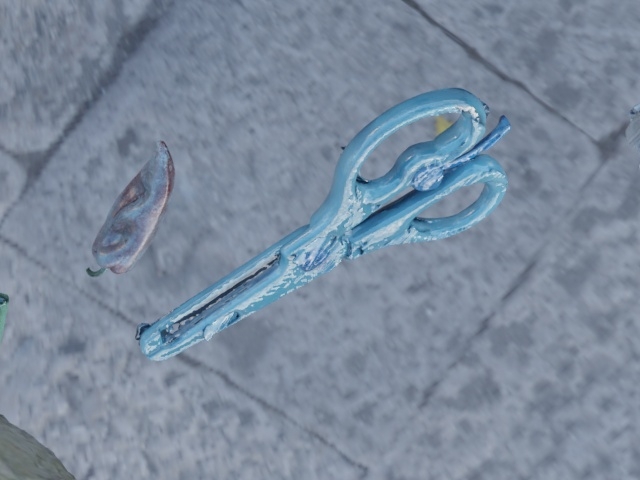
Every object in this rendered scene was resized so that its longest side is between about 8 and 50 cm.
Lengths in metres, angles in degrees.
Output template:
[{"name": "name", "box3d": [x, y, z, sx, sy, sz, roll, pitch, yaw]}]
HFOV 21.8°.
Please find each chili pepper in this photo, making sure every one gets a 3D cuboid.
[{"name": "chili pepper", "box3d": [-0.164, -0.022, 1.477, 0.050, 0.041, 0.153, 35, 110, 7]}]

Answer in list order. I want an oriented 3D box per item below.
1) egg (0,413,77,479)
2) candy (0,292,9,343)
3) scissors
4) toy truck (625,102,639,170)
[{"name": "egg", "box3d": [-0.224, 0.208, 0.811, 0.279, 0.310, 0.279, 5, 121, 8]}, {"name": "candy", "box3d": [-0.257, 0.134, 1.292, 0.083, 0.091, 0.305, -36, 162, -35]}, {"name": "scissors", "box3d": [0.000, 0.000, 1.478, 0.393, 0.032, 0.180, -31, 138, 10]}, {"name": "toy truck", "box3d": [0.280, -0.046, 1.090, 0.161, 0.213, 0.177, -31, 82, -12]}]
